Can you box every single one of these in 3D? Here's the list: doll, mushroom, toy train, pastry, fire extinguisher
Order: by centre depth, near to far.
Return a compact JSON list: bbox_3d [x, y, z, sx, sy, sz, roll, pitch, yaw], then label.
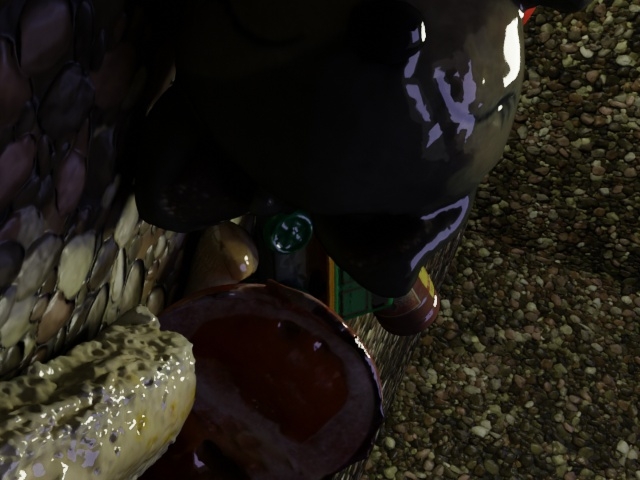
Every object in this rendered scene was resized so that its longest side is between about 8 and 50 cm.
[{"bbox_3d":[-0.153,0.119,0.583,0.121,0.089,0.258,-61,168,15],"label":"pastry"},{"bbox_3d":[0.049,-0.157,0.671,0.382,0.252,0.378,-66,169,11],"label":"doll"},{"bbox_3d":[-0.099,0.074,0.833,0.059,0.054,0.202,-50,161,-62],"label":"mushroom"},{"bbox_3d":[0.000,0.000,0.862,0.091,0.136,0.227,-130,-146,-51],"label":"toy train"},{"bbox_3d":[0.049,0.018,0.990,0.252,0.075,0.106,58,45,-47],"label":"fire extinguisher"}]

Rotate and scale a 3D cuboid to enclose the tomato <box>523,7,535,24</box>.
[{"bbox_3d":[0.171,-0.333,1.083,0.260,0.180,0.259,17,90,-78],"label":"tomato"}]

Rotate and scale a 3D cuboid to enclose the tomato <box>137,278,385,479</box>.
[{"bbox_3d":[-0.063,0.121,0.770,0.228,0.199,0.112,-47,-169,15],"label":"tomato"}]
